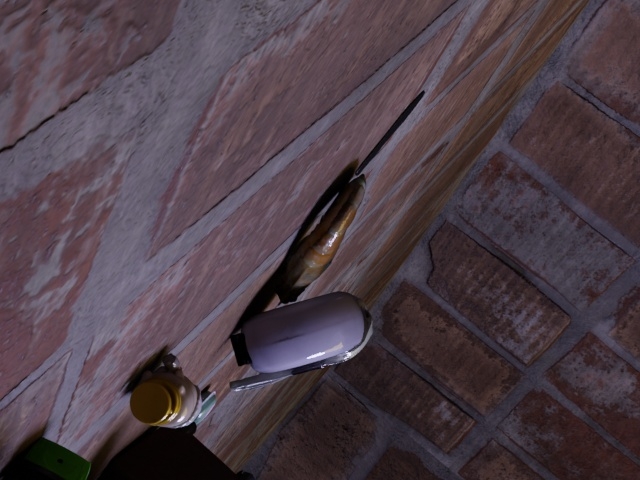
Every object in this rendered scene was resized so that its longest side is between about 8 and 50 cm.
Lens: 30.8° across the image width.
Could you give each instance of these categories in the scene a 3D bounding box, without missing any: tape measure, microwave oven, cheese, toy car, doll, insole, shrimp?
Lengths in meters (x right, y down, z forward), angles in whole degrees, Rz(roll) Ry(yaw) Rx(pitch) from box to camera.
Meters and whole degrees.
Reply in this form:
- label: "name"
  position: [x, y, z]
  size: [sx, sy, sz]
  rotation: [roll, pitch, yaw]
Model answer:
- label: "tape measure"
  position: [-0.029, 0.140, 1.656]
  size: [0.196, 0.105, 0.178]
  rotation: [-15, 178, 24]
- label: "microwave oven"
  position: [-0.232, 0.407, 1.616]
  size: [0.247, 0.188, 0.178]
  rotation: [-55, 172, 24]
- label: "cheese"
  position: [-0.193, 0.266, 1.793]
  size: [0.067, 0.026, 0.121]
  rotation: [-55, 171, 26]
- label: "toy car"
  position: [-0.273, 0.257, 1.107]
  size: [0.165, 0.071, 0.062]
  rotation: [-57, -176, 40]
- label: "doll"
  position: [-0.171, 0.168, 1.304]
  size: [0.127, 0.073, 0.084]
  rotation: [18, 79, -80]
- label: "insole"
  position: [0.097, -0.148, 1.603]
  size: [0.152, 0.002, 0.053]
  rotation: [-51, 173, -2]
- label: "shrimp"
  position: [0.002, 0.001, 1.587]
  size: [0.251, 0.052, 0.143]
  rotation: [-48, -171, 43]
